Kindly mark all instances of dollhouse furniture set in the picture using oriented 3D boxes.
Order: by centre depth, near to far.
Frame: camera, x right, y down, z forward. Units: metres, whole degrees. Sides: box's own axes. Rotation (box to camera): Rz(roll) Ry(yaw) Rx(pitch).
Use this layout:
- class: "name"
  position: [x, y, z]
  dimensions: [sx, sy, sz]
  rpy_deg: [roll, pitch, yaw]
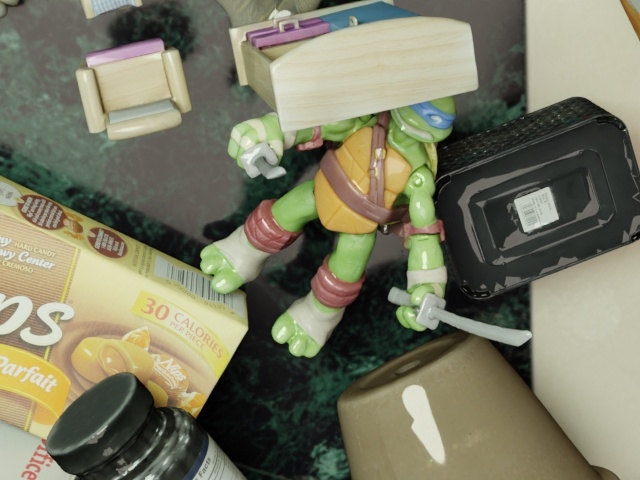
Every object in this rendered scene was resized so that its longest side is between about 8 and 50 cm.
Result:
- class: "dollhouse furniture set"
  position: [-0.052, -0.242, 0.753]
  dimensions: [0.286, 0.198, 0.304]
  rpy_deg: [-14, 109, -9]

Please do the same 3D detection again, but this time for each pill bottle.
- class: "pill bottle"
  position: [-0.127, 0.221, 0.932]
  dimensions: [0.122, 0.123, 0.219]
  rpy_deg: [-34, 111, 6]

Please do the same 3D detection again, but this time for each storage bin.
- class: "storage bin"
  position: [0.187, -0.040, 0.982]
  dimensions: [0.180, 0.084, 0.122]
  rpy_deg: [-21, 109, 1]

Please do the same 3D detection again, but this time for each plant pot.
- class: "plant pot"
  position: [0.126, 0.214, 0.993]
  dimensions: [0.263, 0.263, 0.229]
  rpy_deg: [-27, 92, 4]

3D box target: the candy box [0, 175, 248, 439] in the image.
- class: "candy box"
  position: [-0.244, 0.069, 0.976]
  dimensions: [0.316, 0.087, 0.183]
  rpy_deg: [27, 105, -13]

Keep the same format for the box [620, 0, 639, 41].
- class: "box"
  position: [0.379, -0.164, 0.888]
  dimensions: [0.168, 0.215, 0.345]
  rpy_deg: [-31, 108, 6]

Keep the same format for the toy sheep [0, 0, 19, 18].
- class: "toy sheep"
  position: [-0.271, -0.228, 0.878]
  dimensions: [0.091, 0.091, 0.132]
  rpy_deg: [25, 99, -13]

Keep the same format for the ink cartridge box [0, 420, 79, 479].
- class: "ink cartridge box"
  position: [-0.376, 0.223, 0.927]
  dimensions: [0.306, 0.226, 0.131]
  rpy_deg: [19, 106, -4]

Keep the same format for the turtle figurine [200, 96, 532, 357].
- class: "turtle figurine"
  position: [0.000, 0.000, 0.873]
  dimensions: [0.197, 0.275, 0.266]
  rpy_deg: [16, 139, -23]

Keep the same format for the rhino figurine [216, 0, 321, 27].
- class: "rhino figurine"
  position: [-0.031, -0.199, 0.915]
  dimensions: [0.106, 0.073, 0.243]
  rpy_deg: [-35, 109, 3]
